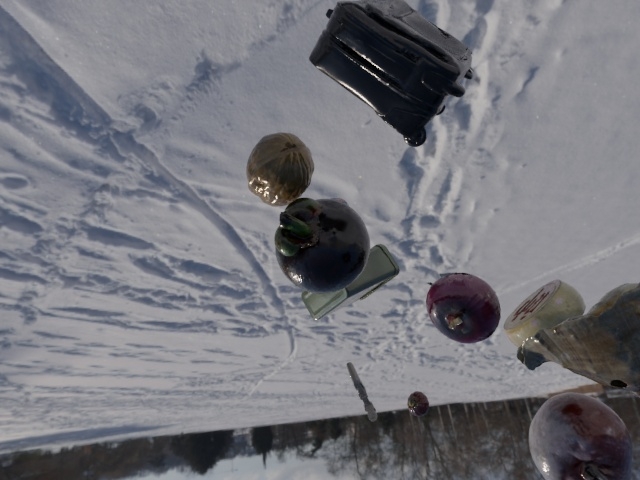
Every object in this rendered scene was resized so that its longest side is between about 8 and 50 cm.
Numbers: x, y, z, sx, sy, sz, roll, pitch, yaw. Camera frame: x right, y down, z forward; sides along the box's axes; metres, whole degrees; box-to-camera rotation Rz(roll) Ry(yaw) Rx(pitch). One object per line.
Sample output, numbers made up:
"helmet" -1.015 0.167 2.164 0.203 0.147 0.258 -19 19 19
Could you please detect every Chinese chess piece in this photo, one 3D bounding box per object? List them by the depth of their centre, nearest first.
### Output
"Chinese chess piece" 0.750 0.255 1.398 0.270 0.112 0.270 -42 168 -11

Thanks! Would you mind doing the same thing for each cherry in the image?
"cherry" 0.856 0.679 1.386 0.291 0.326 0.335 16 170 16

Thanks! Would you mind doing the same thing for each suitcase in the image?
"suitcase" 0.166 -0.407 0.935 0.339 0.345 0.188 35 129 2

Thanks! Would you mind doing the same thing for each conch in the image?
"conch" 0.553 0.184 0.775 0.324 0.186 0.263 -32 135 1

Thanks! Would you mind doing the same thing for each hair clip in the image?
"hair clip" 0.146 0.538 1.472 0.034 0.226 0.072 -24 -170 2

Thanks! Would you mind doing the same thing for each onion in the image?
"onion" 0.340 0.164 1.000 0.177 0.153 0.177 34 160 14

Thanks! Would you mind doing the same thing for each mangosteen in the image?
"mangosteen" 0.000 0.000 1.291 0.306 0.306 0.359 -11 147 6

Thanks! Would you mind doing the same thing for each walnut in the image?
"walnut" -0.137 -0.226 1.350 0.225 0.225 0.261 5 149 -30

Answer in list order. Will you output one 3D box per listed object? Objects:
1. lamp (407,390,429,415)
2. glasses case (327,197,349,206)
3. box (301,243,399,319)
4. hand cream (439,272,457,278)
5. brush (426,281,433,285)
"lamp" 0.419 0.699 1.779 0.090 0.101 0.101 22 145 -35
"glasses case" 0.071 -0.004 1.613 0.125 0.327 0.076 -10 -163 6
"box" 0.132 0.199 1.957 0.344 0.177 0.352 -19 162 -38
"hand cream" 0.436 0.195 1.406 0.065 0.171 0.043 -3 -178 -10
"brush" 0.449 0.178 1.655 0.016 0.013 0.083 26 179 43
